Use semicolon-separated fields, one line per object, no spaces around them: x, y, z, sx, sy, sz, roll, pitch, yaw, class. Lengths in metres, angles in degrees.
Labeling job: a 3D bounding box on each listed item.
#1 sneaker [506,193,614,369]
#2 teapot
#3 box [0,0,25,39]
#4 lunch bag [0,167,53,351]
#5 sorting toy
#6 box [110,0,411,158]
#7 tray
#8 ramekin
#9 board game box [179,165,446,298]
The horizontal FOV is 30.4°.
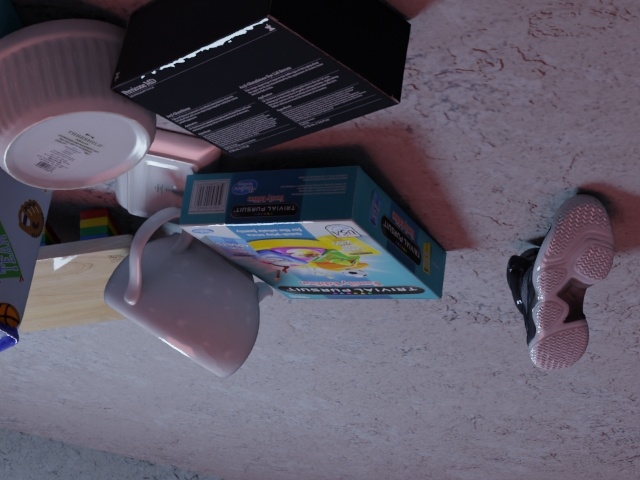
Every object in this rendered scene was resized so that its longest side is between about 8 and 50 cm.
0.313;0.032;1.589;0.101;0.153;0.269;-2;123;-10;sneaker
-0.184;0.070;1.736;0.252;0.187;0.256;34;173;-12;teapot
-0.395;-0.253;1.273;0.100;0.060;0.244;7;157;8;box
-0.544;-0.054;1.463;0.385;0.328;0.239;24;148;-28;lunch bag
-0.396;0.045;1.890;0.257;0.089;0.255;-8;153;3;sorting toy
-0.065;-0.191;1.224;0.184;0.103;0.261;25;154;-38;box
-0.220;-0.082;1.645;0.145;0.030;0.270;11;158;-5;tray
-0.282;-0.144;1.327;0.207;0.109;0.207;-13;156;-6;ramekin
0.000;0.000;1.639;0.253;0.079;0.336;-1;160;26;board game box
